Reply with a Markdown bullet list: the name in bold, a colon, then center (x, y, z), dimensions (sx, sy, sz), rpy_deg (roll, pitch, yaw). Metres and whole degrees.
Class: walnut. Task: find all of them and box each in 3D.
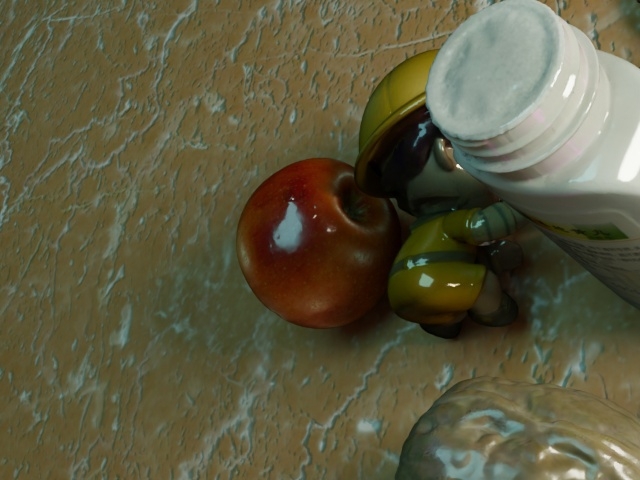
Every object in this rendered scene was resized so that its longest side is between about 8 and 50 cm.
- **walnut**: center (0.166, 0.191, 1.003), dimensions (0.230, 0.178, 0.178), rpy_deg (3, 68, 34)

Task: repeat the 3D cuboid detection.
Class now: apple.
- **apple**: center (0.000, 0.000, 1.277), dimensions (0.139, 0.163, 0.163), rpy_deg (-42, 44, 28)

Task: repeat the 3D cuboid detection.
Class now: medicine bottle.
- **medicine bottle**: center (0.212, -0.049, 0.979), dimensions (0.179, 0.324, 0.124), rpy_deg (18, 80, 48)

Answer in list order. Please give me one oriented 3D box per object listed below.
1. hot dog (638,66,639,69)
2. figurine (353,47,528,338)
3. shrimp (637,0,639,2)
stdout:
- **hot dog**: center (0.276, -0.113, 1.158), dimensions (0.215, 0.066, 0.047), rpy_deg (-45, 15, 16)
- **figurine**: center (0.112, -0.052, 1.183), dimensions (0.192, 0.167, 0.257), rpy_deg (120, 160, -64)
- **shrimp**: center (0.387, -0.262, 1.142), dimensions (0.222, 0.054, 0.290), rpy_deg (-54, 38, 2)
